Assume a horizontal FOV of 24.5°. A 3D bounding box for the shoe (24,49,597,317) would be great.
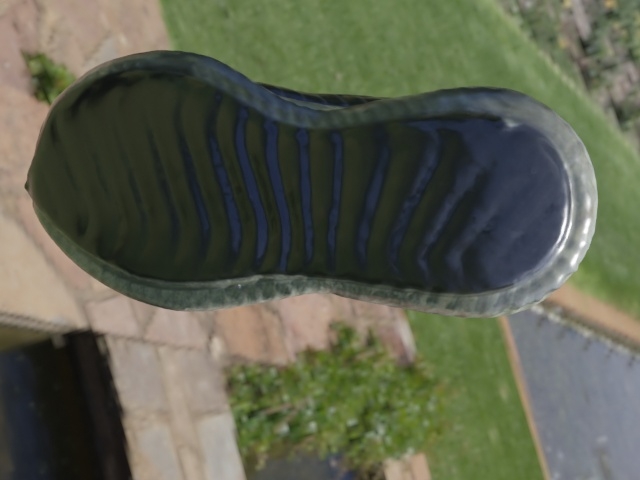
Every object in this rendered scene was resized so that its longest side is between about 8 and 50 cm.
[{"bbox_3d":[0.000,-0.017,0.591,0.112,0.227,0.099,6,89,-72],"label":"shoe"}]
